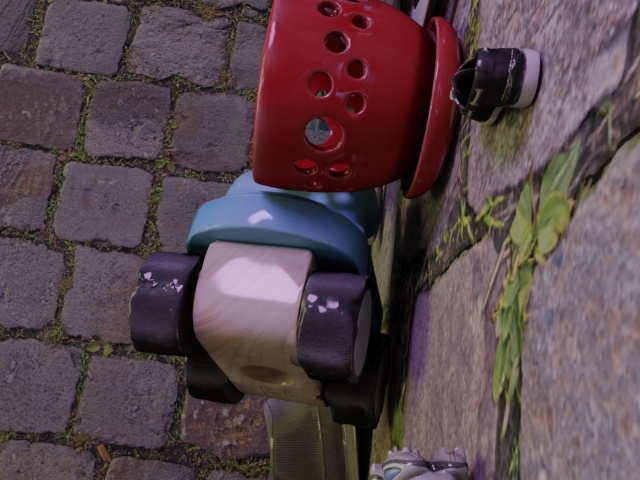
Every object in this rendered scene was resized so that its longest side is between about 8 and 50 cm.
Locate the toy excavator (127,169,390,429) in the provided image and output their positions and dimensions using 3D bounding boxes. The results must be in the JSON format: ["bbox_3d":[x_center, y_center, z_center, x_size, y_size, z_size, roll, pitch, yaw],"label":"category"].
[{"bbox_3d":[0.000,0.000,0.877,0.433,0.222,0.445,71,-151,-59],"label":"toy excavator"}]

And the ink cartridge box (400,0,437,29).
[{"bbox_3d":[0.115,-0.326,0.753,0.275,0.060,0.239,99,164,-45],"label":"ink cartridge box"}]

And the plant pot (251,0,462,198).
[{"bbox_3d":[0.034,-0.136,0.657,0.191,0.174,0.191,-174,90,-89],"label":"plant pot"}]

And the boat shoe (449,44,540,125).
[{"bbox_3d":[0.102,-0.098,0.447,0.125,0.038,0.046,-93,10,-81],"label":"boat shoe"}]

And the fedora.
[{"bbox_3d":[-0.019,0.295,1.025,0.275,0.124,0.244,148,118,-87],"label":"fedora"}]

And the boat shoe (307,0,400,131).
[{"bbox_3d":[0.026,-0.272,0.743,0.118,0.103,0.321,-106,11,-61],"label":"boat shoe"}]

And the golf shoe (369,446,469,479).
[{"bbox_3d":[0.053,0.201,0.449,0.176,0.069,0.086,94,173,-52],"label":"golf shoe"}]
